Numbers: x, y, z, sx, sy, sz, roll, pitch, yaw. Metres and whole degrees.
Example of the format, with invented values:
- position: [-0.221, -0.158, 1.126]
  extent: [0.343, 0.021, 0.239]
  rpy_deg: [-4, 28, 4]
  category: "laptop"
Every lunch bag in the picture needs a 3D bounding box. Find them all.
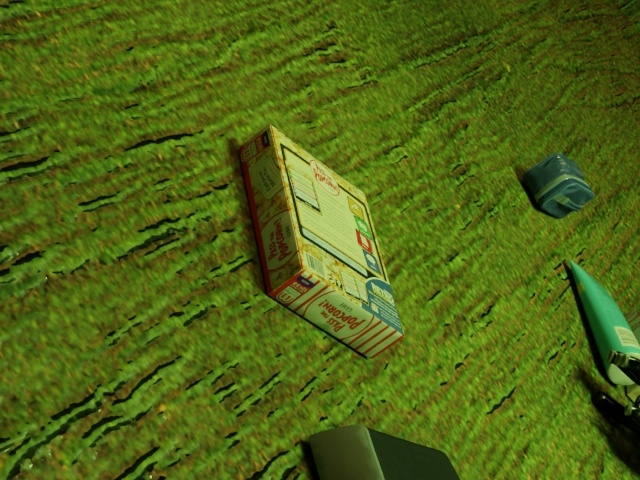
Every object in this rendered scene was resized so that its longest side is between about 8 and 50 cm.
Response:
- position: [0.331, -0.070, 2.244]
  extent: [0.098, 0.067, 0.065]
  rpy_deg: [20, 40, -55]
  category: "lunch bag"

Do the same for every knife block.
- position: [0.450, 0.237, 1.974]
  extent: [0.242, 0.088, 0.275]
  rpy_deg: [33, -6, 26]
  category: "knife block"

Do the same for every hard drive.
- position: [0.089, 0.268, 1.306]
  extent: [0.172, 0.054, 0.254]
  rpy_deg: [25, 36, -49]
  category: "hard drive"

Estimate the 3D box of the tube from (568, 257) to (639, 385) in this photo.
- position: [0.371, 0.103, 2.107]
  extent: [0.080, 0.052, 0.207]
  rpy_deg: [46, 18, -30]
  category: "tube"

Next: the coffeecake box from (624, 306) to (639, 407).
- position: [0.466, 0.182, 2.147]
  extent: [0.142, 0.068, 0.185]
  rpy_deg: [46, 23, -17]
  category: "coffeecake box"

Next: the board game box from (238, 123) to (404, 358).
- position: [0.000, 0.000, 1.526]
  extent: [0.147, 0.045, 0.193]
  rpy_deg: [35, 29, -38]
  category: "board game box"
